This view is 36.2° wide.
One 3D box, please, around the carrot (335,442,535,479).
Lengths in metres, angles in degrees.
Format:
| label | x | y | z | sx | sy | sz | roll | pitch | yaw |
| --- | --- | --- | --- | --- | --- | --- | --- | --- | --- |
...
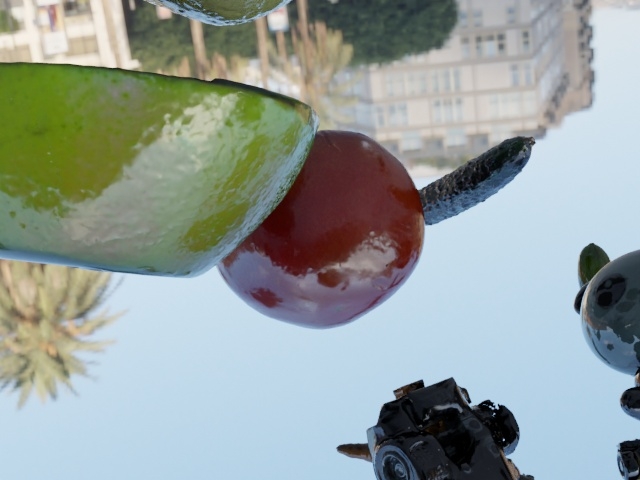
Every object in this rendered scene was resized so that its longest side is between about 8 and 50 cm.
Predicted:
| label | x | y | z | sx | sy | sz | roll | pitch | yaw |
| --- | --- | --- | --- | --- | --- | --- | --- | --- | --- |
| carrot | 0.190 | 0.370 | 1.618 | 0.336 | 0.069 | 0.069 | 9 | -160 | 13 |

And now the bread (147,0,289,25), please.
| label | x | y | z | sx | sy | sz | roll | pitch | yaw |
| --- | --- | --- | --- | --- | --- | --- | --- | --- | --- |
| bread | -0.123 | -0.360 | 0.924 | 0.321 | 0.320 | 0.237 | -15 | 179 | -24 |

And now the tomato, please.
| label | x | y | z | sx | sy | sz | roll | pitch | yaw |
| --- | --- | --- | --- | --- | --- | --- | --- | --- | --- |
| tomato | 0.000 | 0.000 | 1.350 | 0.299 | 0.298 | 0.226 | -12 | -122 | -15 |

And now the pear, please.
| label | x | y | z | sx | sy | sz | roll | pitch | yaw |
| --- | --- | --- | --- | --- | --- | --- | --- | --- | --- |
| pear | -0.202 | -0.055 | 0.931 | 0.399 | 0.165 | 0.399 | 6 | 178 | 0 |

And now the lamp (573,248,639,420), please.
| label | x | y | z | sx | sy | sz | roll | pitch | yaw |
| --- | --- | --- | --- | --- | --- | --- | --- | --- | --- |
| lamp | 0.448 | 0.121 | 1.288 | 0.198 | 0.197 | 0.244 | -6 | -134 | 3 |

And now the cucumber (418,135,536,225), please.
| label | x | y | z | sx | sy | sz | roll | pitch | yaw |
| --- | --- | --- | --- | --- | --- | --- | --- | --- | --- |
| cucumber | 0.216 | -0.082 | 1.397 | 0.068 | 0.067 | 0.293 | -16 | 173 | -27 |

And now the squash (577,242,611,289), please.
| label | x | y | z | sx | sy | sz | roll | pitch | yaw |
| --- | --- | --- | --- | --- | --- | --- | --- | --- | --- |
| squash | 0.479 | 0.126 | 1.600 | 0.069 | 0.258 | 0.069 | -25 | -175 | 2 |

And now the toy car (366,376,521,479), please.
| label | x | y | z | sx | sy | sz | roll | pitch | yaw |
| --- | --- | --- | --- | --- | --- | --- | --- | --- | --- |
| toy car | 0.166 | 0.301 | 1.117 | 0.193 | 0.301 | 0.118 | -13 | 162 | -40 |

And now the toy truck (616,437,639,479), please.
| label | x | y | z | sx | sy | sz | roll | pitch | yaw |
| --- | --- | --- | --- | --- | --- | --- | --- | --- | --- |
| toy truck | 0.558 | 0.445 | 1.598 | 0.127 | 0.257 | 0.127 | -10 | 176 | 2 |
